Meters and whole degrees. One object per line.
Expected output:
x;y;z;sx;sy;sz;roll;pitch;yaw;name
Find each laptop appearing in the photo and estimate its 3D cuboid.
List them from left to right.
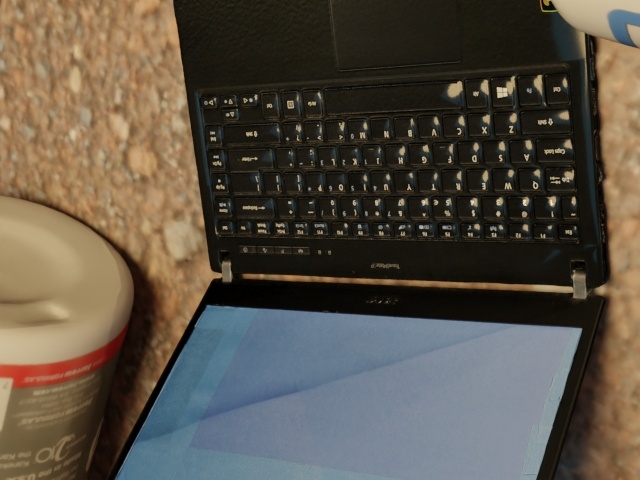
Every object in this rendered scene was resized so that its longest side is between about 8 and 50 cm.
0.000;0.000;0.545;0.234;0.137;0.264;1;105;32;laptop

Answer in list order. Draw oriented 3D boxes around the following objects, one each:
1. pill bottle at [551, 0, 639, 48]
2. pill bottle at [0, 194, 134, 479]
0.155;-0.124;0.415;0.222;0.124;0.124;21;114;26;pill bottle
-0.221;0.128;0.713;0.161;0.161;0.283;31;119;22;pill bottle
